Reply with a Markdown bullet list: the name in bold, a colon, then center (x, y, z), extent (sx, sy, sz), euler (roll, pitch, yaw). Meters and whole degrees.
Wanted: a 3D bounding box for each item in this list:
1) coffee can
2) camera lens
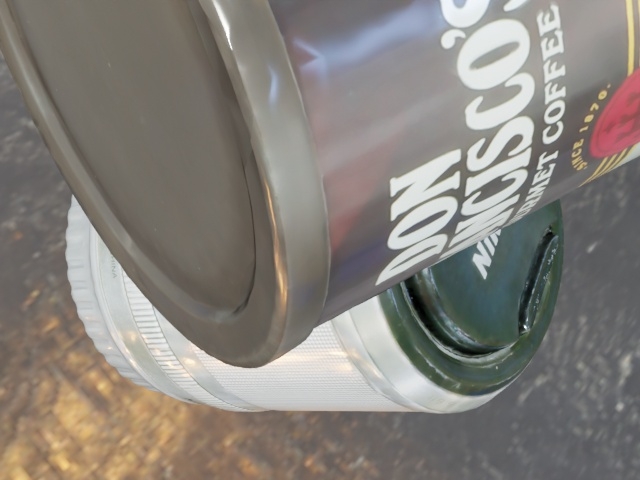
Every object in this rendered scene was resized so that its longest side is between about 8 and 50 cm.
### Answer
- **coffee can**: center (0.050, -0.111, 0.546), extent (0.201, 0.275, 0.201), euler (50, 156, 32)
- **camera lens**: center (0.000, 0.000, 1.127), extent (0.274, 0.219, 0.219), euler (-4, 108, 41)
